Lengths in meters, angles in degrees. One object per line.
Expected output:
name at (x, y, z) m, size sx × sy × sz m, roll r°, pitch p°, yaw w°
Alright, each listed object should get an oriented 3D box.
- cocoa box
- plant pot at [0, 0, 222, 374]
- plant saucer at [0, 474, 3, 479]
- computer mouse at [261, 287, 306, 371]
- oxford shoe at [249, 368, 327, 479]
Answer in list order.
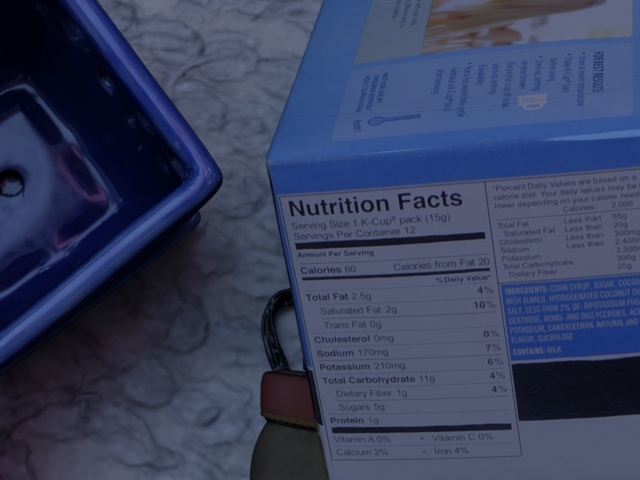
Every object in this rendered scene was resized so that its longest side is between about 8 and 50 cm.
cocoa box at (0.119, -0.038, 1.097) m, size 0.231 × 0.228 × 0.347 m, roll -5°, pitch 29°, yaw 12°
plant pot at (-0.219, -0.045, 1.251) m, size 0.236 × 0.212 × 0.236 m, roll -38°, pitch 85°, yaw -7°
plant saucer at (-0.309, 0.178, 1.162) m, size 0.332 × 0.332 × 0.084 m, roll 25°, pitch 34°, yaw 24°
computer mouse at (0.000, 0.000, 1.305) m, size 0.071 × 0.041 × 0.242 m, roll -2°, pitch 69°, yaw 23°
oxford shoe at (0.120, 0.172, 1.153) m, size 0.348 × 0.123 × 0.130 m, roll 10°, pitch 88°, yaw 21°
